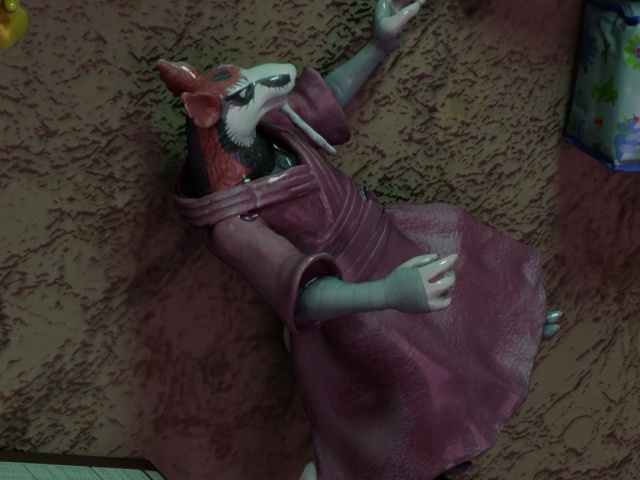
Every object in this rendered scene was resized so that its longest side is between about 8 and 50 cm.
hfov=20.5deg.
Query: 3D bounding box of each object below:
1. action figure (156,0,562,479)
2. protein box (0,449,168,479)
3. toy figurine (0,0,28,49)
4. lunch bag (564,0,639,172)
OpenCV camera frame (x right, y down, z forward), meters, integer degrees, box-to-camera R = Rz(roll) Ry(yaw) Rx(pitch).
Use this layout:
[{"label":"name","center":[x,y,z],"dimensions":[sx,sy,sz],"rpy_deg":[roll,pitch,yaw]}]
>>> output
[{"label":"action figure","center":[0.000,0.000,1.245],"dimensions":[0.276,0.248,0.370],"rpy_deg":[-27,124,32]},{"label":"protein box","center":[-0.202,0.263,1.218],"dimensions":[0.201,0.136,0.199],"rpy_deg":[10,106,-38]},{"label":"toy figurine","center":[-0.271,-0.226,0.876],"dimensions":[0.191,0.217,0.362],"rpy_deg":[-52,161,-50]},{"label":"lunch bag","center":[0.279,-0.129,1.389],"dimensions":[0.151,0.096,0.128],"rpy_deg":[-5,115,-23]}]
